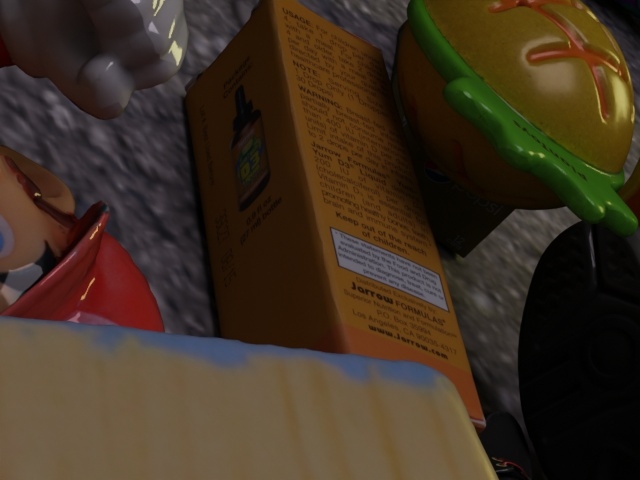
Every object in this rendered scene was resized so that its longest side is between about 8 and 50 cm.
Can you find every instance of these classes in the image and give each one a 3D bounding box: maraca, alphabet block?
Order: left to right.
[{"bbox_3d":[-0.046,0.156,0.490,0.193,0.192,0.197,8,45,-41],"label":"alphabet block"},{"bbox_3d":[0.091,-0.060,0.867,0.127,0.099,0.185,33,19,-16],"label":"maraca"}]

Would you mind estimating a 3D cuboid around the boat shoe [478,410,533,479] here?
[{"bbox_3d":[0.078,0.116,0.819,0.049,0.042,0.133,34,31,-12],"label":"boat shoe"}]

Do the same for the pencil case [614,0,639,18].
[{"bbox_3d":[0.178,-0.209,1.297,0.152,0.064,0.070,25,9,-28],"label":"pencil case"}]

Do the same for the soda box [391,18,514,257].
[{"bbox_3d":[0.076,-0.074,1.027,0.061,0.058,0.181,34,33,-16],"label":"soda box"}]

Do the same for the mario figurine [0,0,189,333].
[{"bbox_3d":[-0.172,-0.052,0.595,0.320,0.198,0.170,43,18,6],"label":"mario figurine"}]

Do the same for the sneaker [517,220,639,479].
[{"bbox_3d":[0.166,0.101,0.878,0.130,0.087,0.227,4,63,-55],"label":"sneaker"}]

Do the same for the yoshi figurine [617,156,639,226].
[{"bbox_3d":[0.302,0.054,1.022,0.362,0.203,0.203,11,62,-44],"label":"yoshi figurine"}]

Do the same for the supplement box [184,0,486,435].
[{"bbox_3d":[0.000,0.000,0.832,0.080,0.078,0.233,21,39,-33],"label":"supplement box"}]
